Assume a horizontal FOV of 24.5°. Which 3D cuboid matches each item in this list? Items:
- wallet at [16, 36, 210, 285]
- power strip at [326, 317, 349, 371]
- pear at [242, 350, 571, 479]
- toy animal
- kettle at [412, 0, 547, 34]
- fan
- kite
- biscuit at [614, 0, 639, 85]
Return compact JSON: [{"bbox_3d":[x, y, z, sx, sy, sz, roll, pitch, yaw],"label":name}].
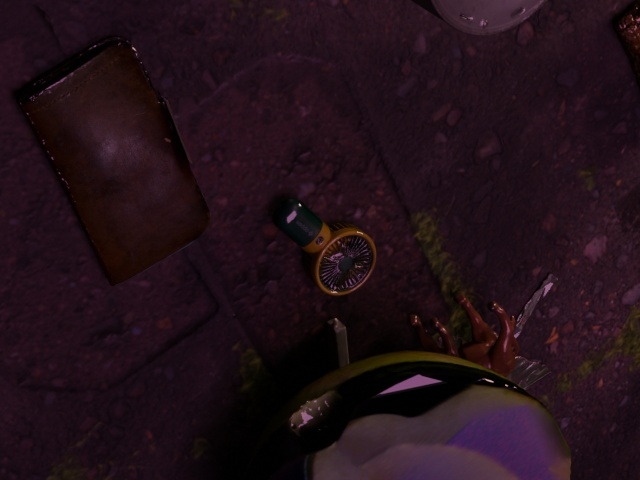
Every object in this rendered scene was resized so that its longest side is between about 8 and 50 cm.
[{"bbox_3d":[-0.198,-0.077,1.478,0.137,0.031,0.255,-33,131,-15],"label":"wallet"},{"bbox_3d":[0.021,0.127,1.754,0.017,0.027,0.083,-20,126,-24],"label":"power strip"},{"bbox_3d":[0.084,0.267,1.754,0.399,0.165,0.399,-7,125,-10],"label":"pear"},{"bbox_3d":[0.150,0.188,1.857,0.224,0.066,0.229,-20,125,-5],"label":"toy animal"},{"bbox_3d":[0.126,-0.326,1.403,0.240,0.255,0.165,-32,128,-13],"label":"kettle"},{"bbox_3d":[0.000,0.000,1.657,0.082,0.039,0.155,-48,131,-1],"label":"fan"},{"bbox_3d":[0.235,0.148,1.931,0.229,0.012,0.250,22,101,-42],"label":"kite"},{"bbox_3d":[0.418,-0.217,1.824,0.064,0.034,0.199,-42,132,-9],"label":"biscuit"}]
